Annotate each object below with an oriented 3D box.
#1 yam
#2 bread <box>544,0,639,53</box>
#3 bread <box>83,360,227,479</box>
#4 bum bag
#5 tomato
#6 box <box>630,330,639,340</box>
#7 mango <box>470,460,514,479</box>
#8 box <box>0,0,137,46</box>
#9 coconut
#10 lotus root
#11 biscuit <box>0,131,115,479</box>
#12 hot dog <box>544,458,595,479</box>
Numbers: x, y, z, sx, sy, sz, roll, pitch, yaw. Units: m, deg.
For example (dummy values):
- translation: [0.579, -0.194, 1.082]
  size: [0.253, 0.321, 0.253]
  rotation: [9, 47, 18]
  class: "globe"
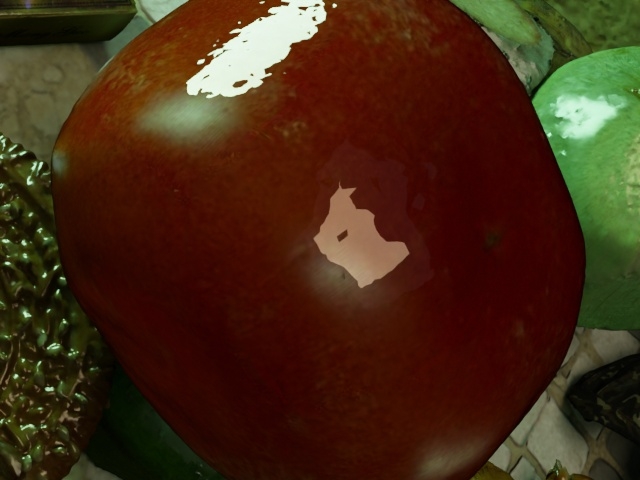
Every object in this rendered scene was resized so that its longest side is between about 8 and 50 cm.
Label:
- translation: [0.090, -0.224, 0.990]
  size: [0.254, 0.154, 0.154]
  rotation: [38, 57, -15]
  class: "yam"
- translation: [0.476, -0.349, 1.248]
  size: [0.371, 0.279, 0.390]
  rotation: [50, 54, -10]
  class: "bread"
- translation: [-0.032, 0.051, 0.855]
  size: [0.382, 0.129, 0.366]
  rotation: [36, 61, -22]
  class: "bread"
- translation: [0.381, 0.146, 1.107]
  size: [0.248, 0.102, 0.069]
  rotation: [-25, 118, -19]
  class: "bum bag"
- translation: [0.000, 0.000, 0.630]
  size: [0.293, 0.290, 0.325]
  rotation: [-37, 108, -37]
  class: "tomato"
- translation: [0.399, 0.054, 1.211]
  size: [0.130, 0.051, 0.129]
  rotation: [37, 58, -20]
  class: "box"
- translation: [0.083, 0.248, 0.863]
  size: [0.248, 0.156, 0.151]
  rotation: [-6, 50, -44]
  class: "mango"
- translation: [-0.257, -0.277, 0.833]
  size: [0.159, 0.071, 0.240]
  rotation: [-11, 81, -39]
  class: "box"
- translation: [0.301, -0.048, 1.028]
  size: [0.328, 0.328, 0.281]
  rotation: [-30, 87, -38]
  class: "coconut"
- translation: [0.243, -0.215, 1.163]
  size: [0.179, 0.080, 0.089]
  rotation: [31, 57, -29]
  class: "lotus root"
- translation: [-0.277, 0.058, 0.660]
  size: [0.305, 0.038, 0.305]
  rotation: [2, 77, -9]
  class: "biscuit"
- translation: [0.247, 0.331, 1.006]
  size: [0.092, 0.062, 0.236]
  rotation: [-1, 81, -19]
  class: "hot dog"
